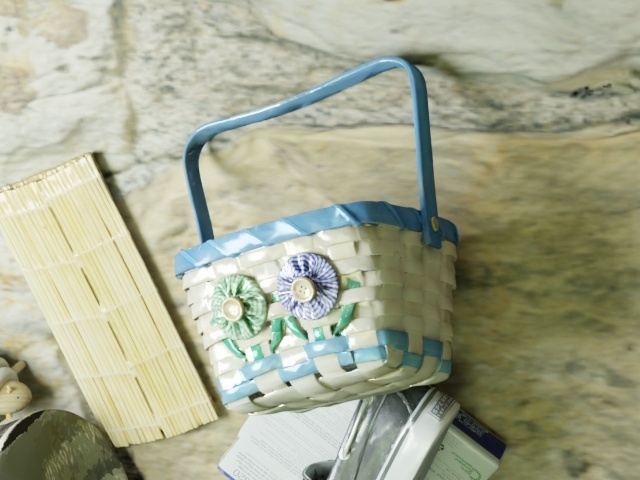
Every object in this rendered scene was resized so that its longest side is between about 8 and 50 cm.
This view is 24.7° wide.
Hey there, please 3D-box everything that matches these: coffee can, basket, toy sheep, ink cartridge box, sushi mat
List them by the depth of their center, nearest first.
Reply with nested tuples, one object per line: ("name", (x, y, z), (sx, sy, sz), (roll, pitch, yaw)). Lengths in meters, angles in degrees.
("basket", (0.000, 0.000, 1.311), (0.254, 0.201, 0.289), (-20, 67, 29))
("ink cartridge box", (0.037, 0.217, 1.471), (0.223, 0.045, 0.224), (38, 121, 2))
("sushi mat", (-0.228, 0.070, 1.529), (0.151, 0.019, 0.317), (-17, 106, 26))
("coffee can", (-0.369, 0.312, 1.582), (0.275, 0.201, 0.201), (-21, 104, 32))
("toy sheep", (-0.375, 0.158, 1.589), (0.132, 0.091, 0.091), (11, 117, 18))

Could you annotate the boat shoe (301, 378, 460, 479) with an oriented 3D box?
("boat shoe", (0.024, 0.254, 1.402), (0.102, 0.108, 0.301), (31, 114, 13))
